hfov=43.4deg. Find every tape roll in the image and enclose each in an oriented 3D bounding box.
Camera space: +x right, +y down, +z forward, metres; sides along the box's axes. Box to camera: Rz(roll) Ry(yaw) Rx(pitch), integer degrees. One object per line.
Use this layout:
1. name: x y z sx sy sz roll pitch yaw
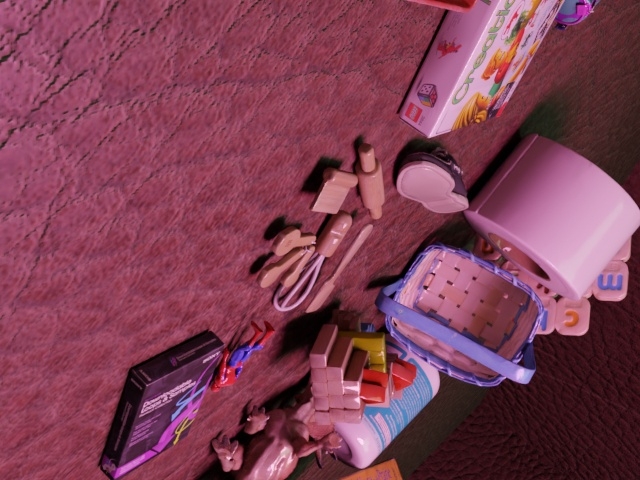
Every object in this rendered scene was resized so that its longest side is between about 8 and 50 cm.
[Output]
1. tape roll: 0.385 -0.037 1.353 0.169 0.246 0.246 -51 159 -1

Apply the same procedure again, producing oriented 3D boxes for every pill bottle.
1. pill bottle: 0.110 0.264 1.420 0.264 0.146 0.146 -39 156 -28

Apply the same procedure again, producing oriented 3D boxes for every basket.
1. basket: 0.234 0.126 1.302 0.201 0.255 0.289 -63 167 11

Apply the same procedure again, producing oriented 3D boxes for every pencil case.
1. pencil case: 0.353 -0.336 1.044 0.152 0.070 0.064 -41 156 -27

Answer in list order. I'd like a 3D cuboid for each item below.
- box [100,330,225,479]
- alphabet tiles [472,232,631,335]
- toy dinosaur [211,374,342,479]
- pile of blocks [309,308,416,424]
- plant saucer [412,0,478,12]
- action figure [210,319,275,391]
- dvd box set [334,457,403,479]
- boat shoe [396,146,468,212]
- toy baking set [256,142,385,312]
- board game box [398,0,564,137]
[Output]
1. box: -0.173 0.181 0.879 0.116 0.029 0.162 -25 145 -49
2. alphabet tiles: 0.413 0.039 1.465 0.021 0.284 0.277 42 54 -52
3. toy dinosaur: -0.072 0.326 1.202 0.296 0.127 0.200 -41 164 -11
4. pile of blocks: 0.080 0.176 1.185 0.362 0.113 0.148 14 77 -77
5. plant saucer: 0.118 -0.317 0.633 0.258 0.048 0.259 -16 139 -56
6. action figure: -0.100 0.141 0.963 0.038 0.030 0.115 -1 131 -57
7. dvd box set: -0.050 0.473 1.377 0.308 0.062 0.420 -27 163 14
8. boat shoe: 0.149 -0.089 1.078 0.206 0.075 0.064 27 58 -63
9. toy baking set: 0.005 -0.005 0.942 0.197 0.030 0.256 -45 158 -8
10. board game box: 0.213 -0.267 0.896 0.193 0.053 0.305 -23 146 -50
